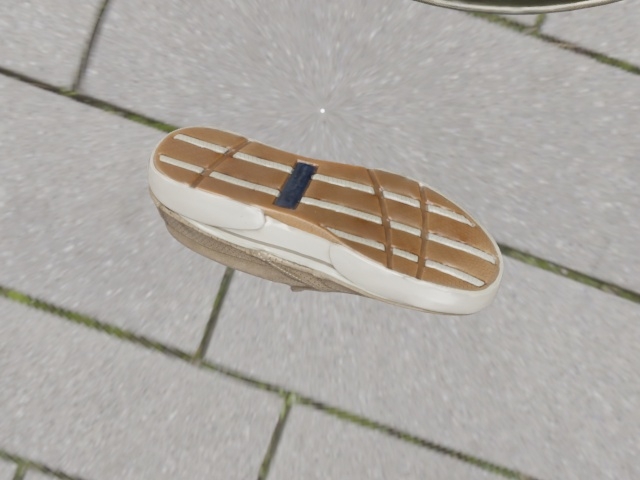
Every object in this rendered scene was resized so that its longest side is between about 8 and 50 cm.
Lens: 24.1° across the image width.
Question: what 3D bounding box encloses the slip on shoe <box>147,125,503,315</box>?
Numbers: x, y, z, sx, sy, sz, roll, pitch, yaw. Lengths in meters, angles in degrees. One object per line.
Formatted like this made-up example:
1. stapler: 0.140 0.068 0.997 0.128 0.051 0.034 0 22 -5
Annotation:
1. slip on shoe: 0.000 0.000 0.540 0.135 0.051 0.041 17 135 13

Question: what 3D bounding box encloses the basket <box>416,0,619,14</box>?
1. basket: 0.075 -0.188 0.605 0.204 0.227 0.154 -8 109 2
